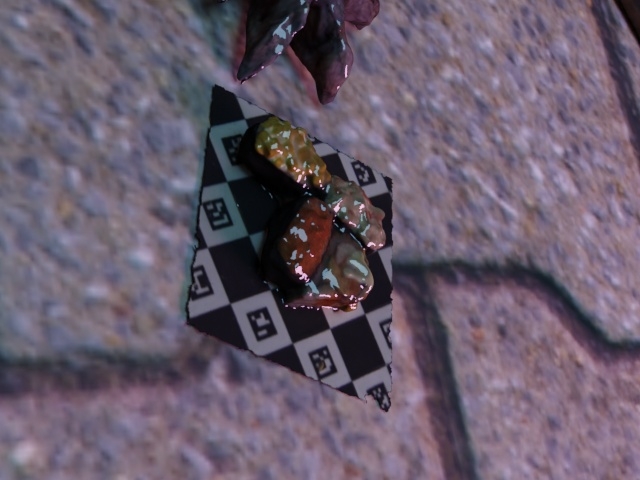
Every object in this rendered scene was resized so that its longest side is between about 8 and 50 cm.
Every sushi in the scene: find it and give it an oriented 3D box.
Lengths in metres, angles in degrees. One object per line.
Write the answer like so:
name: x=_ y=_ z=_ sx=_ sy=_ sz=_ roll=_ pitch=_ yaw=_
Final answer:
sushi: x=0.000 y=0.000 z=0.593 sx=0.120 sy=0.026 sz=0.126 roll=26 pitch=55 yaw=-36

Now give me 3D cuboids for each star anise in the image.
star anise: x=-0.014 y=-0.138 z=0.636 sx=0.141 sy=0.042 sz=0.141 roll=23 pitch=56 yaw=-39

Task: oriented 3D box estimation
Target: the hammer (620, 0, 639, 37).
hammer: x=0.170 y=-0.244 z=0.885 sx=0.297 sy=0.027 sz=0.125 roll=58 pitch=42 yaw=-8
